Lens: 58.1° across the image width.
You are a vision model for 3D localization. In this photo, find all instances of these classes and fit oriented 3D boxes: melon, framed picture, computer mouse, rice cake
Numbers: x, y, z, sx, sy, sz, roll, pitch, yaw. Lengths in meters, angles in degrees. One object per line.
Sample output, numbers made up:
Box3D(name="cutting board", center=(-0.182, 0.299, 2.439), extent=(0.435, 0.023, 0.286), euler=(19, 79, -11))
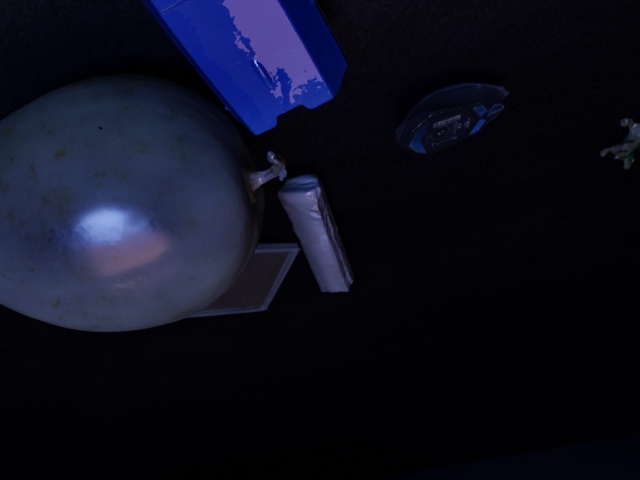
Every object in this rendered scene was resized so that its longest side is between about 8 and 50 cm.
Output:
Box3D(name="melon", center=(-0.201, -0.034, 0.577), extent=(0.308, 0.271, 0.271), euler=(4, 143, -9))
Box3D(name="framed picture", center=(-0.176, 0.066, 0.868), extent=(0.260, 0.023, 0.189), euler=(-1, 145, -25))
Box3D(name="computer mouse", center=(0.144, -0.144, 0.649), extent=(0.135, 0.047, 0.079), euler=(-19, 155, -1))
Box3D(name="rice cake", center=(0.000, 0.000, 0.818), extent=(0.057, 0.052, 0.256), euler=(-9, 144, 9))

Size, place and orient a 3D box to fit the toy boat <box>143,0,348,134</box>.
Box3D(name="toy boat", center=(-0.095, -0.233, 0.470), extent=(0.129, 0.088, 0.295), euler=(-22, 130, 21))

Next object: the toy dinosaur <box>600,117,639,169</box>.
Box3D(name="toy dinosaur", center=(0.400, -0.135, 0.722), extent=(0.061, 0.029, 0.119), euler=(-10, 141, -22))
